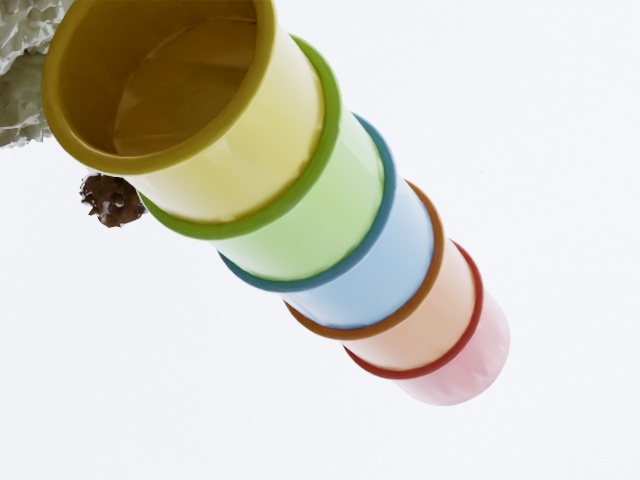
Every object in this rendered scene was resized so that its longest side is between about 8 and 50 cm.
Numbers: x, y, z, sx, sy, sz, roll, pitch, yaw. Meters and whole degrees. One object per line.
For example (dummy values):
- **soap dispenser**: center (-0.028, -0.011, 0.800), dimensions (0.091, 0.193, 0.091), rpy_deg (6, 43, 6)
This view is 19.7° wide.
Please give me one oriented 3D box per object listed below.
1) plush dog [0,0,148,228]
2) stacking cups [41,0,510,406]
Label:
- **plush dog**: center (-0.118, -0.131, 0.845), dimensions (0.210, 0.225, 0.262), rpy_deg (-19, -104, 11)
- **stacking cups**: center (0.000, 0.000, 0.776), dimensions (0.096, 0.316, 0.096), rpy_deg (-11, -119, 19)
